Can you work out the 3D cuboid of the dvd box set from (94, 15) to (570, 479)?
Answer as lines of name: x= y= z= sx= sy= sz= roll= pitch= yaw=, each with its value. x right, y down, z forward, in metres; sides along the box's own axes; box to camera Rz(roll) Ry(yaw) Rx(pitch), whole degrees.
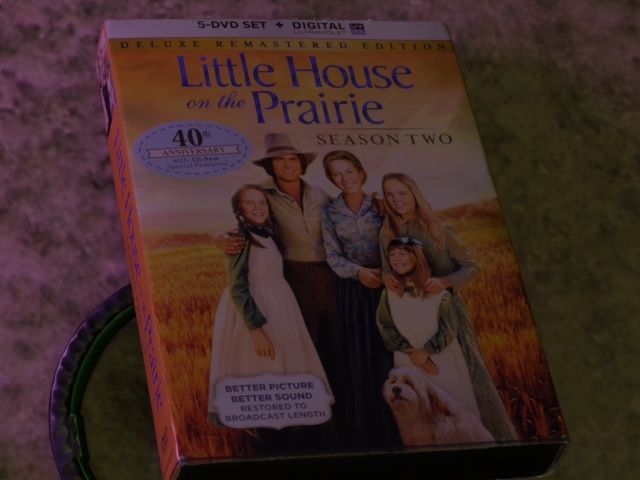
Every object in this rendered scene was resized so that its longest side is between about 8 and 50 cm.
dvd box set: x=0.000 y=0.000 z=1.566 sx=0.307 sy=0.062 sz=0.420 roll=-1 pitch=54 yaw=-17

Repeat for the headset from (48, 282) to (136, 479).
headset: x=-0.023 y=0.133 z=1.651 sx=0.394 sy=0.185 sz=0.243 roll=-11 pitch=82 yaw=6
